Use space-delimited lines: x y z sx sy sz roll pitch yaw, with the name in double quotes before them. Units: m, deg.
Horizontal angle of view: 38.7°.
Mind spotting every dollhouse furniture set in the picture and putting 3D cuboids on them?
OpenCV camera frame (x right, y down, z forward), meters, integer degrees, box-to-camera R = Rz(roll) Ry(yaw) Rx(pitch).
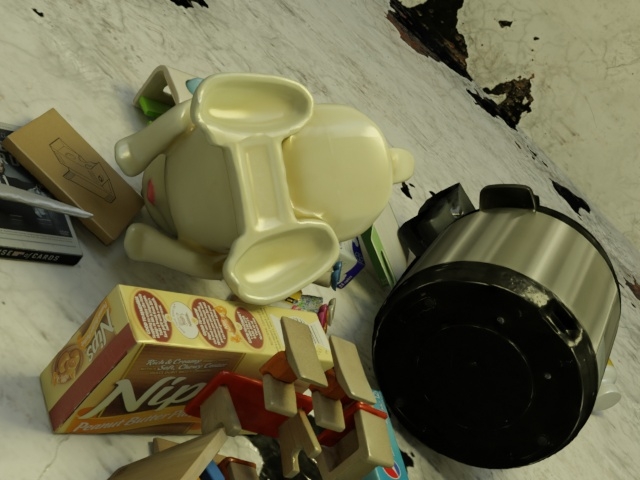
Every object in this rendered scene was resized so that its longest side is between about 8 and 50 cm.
"dollhouse furniture set" -0.041 0.216 1.113 0.259 0.262 0.135 25 31 -36

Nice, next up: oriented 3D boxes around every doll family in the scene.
"doll family" -0.067 0.107 1.354 0.163 0.118 0.263 8 20 6

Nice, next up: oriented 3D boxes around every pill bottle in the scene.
"pill bottle" 0.598 0.283 2.035 0.103 0.103 0.184 22 35 -36

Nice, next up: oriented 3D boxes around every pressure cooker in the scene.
"pressure cooker" 0.317 0.139 1.551 0.375 0.370 0.420 41 35 5

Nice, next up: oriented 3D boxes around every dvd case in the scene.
"dvd case" -0.432 -0.074 1.221 0.179 0.029 0.238 9 45 -48

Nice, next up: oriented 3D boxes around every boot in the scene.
"boot" 0.373 0.074 1.912 0.445 0.146 0.367 51 28 -4

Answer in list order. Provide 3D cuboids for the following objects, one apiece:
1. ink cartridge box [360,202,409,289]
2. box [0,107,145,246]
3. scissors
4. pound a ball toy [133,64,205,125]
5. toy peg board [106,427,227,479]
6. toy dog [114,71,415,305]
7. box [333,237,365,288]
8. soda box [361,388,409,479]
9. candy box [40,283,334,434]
"ink cartridge box" 0.112 0.015 1.721 0.235 0.056 0.171 -71 142 -59
"box" -0.351 -0.096 1.323 0.201 0.021 0.164 46 20 -12
"scissors" -0.438 -0.080 1.146 0.297 0.021 0.109 3 48 -27
"pound a ball toy" -0.148 -0.182 1.628 0.319 0.136 0.208 13 42 -44
"toy peg board" -0.177 0.292 0.956 0.079 0.161 0.160 61 26 -8
"toy dog" -0.110 -0.098 1.316 0.395 0.408 0.284 -25 103 -31
"box" 0.000 0.000 1.651 0.137 0.072 0.126 25 33 -31
"soda box" 0.070 0.316 1.324 0.067 0.071 0.210 22 36 -35
"candy box" -0.154 0.157 1.120 0.316 0.183 0.087 14 40 -45
